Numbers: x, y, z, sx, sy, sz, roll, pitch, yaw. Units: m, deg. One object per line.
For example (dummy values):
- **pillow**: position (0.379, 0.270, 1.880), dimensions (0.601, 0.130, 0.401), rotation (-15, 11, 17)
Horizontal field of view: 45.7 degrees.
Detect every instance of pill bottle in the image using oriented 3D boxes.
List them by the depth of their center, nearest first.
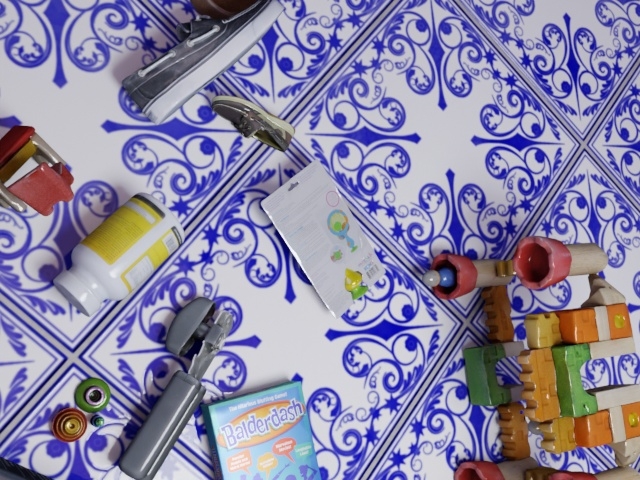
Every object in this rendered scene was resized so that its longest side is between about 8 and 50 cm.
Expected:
- **pill bottle**: position (-0.296, 0.022, 1.115), dimensions (0.103, 0.103, 0.184), rotation (49, 65, -11)

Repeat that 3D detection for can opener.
- **can opener**: position (-0.225, 0.218, 1.149), dimensions (0.095, 0.076, 0.283), rotation (25, 69, 14)

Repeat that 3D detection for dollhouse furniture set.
- **dollhouse furniture set**: position (-0.478, -0.015, 0.957), dimensions (0.374, 0.201, 0.152), rotation (-55, 131, -21)

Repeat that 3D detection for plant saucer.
- **plant saucer**: position (-0.149, -0.443, 1.305), dimensions (0.169, 0.029, 0.168), rotation (5, 79, -24)

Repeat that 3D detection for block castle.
- **block castle**: position (0.338, 0.230, 1.276), dimensions (0.213, 0.303, 0.453), rotation (-2, 83, -32)

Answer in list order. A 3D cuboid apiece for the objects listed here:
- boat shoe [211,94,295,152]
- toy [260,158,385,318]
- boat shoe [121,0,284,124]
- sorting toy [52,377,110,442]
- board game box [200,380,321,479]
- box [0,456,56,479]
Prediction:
- **boat shoe**: position (-0.113, -0.194, 1.265), dimensions (0.152, 0.056, 0.049), rotation (20, 68, -21)
- **toy**: position (0.000, 0.000, 1.287), dimensions (0.137, 0.056, 0.237), rotation (-41, 105, -29)
- **boat shoe**: position (-0.188, -0.315, 1.227), dimensions (0.301, 0.108, 0.102), rotation (-44, 100, -16)
- **sorting toy**: position (-0.337, 0.247, 1.092), dimensions (0.061, 0.042, 0.102), rotation (41, 67, -14)
- **board game box**: position (-0.088, 0.341, 1.192), dimensions (0.160, 0.047, 0.210), rotation (-11, 85, -26)
- **box**: position (-0.387, 0.448, 0.941), dimensions (0.396, 0.212, 0.293), rotation (31, 69, -19)
